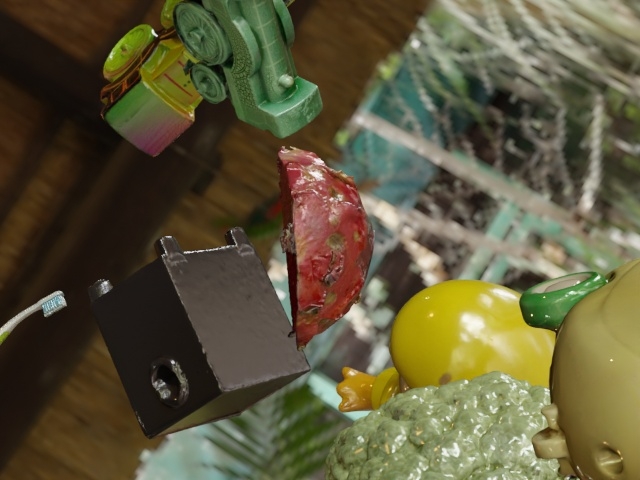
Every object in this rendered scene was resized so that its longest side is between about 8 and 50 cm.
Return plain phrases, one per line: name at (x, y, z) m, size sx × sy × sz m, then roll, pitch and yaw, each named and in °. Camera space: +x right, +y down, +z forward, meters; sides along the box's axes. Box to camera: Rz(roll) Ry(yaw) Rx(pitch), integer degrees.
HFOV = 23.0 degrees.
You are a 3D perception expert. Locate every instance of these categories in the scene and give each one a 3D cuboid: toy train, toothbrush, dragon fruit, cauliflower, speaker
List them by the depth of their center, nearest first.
toy train at (-0.063, -0.168, 1.228) m, size 0.071 × 0.104 × 0.178 m, roll -39°, pitch -43°, yaw -25°
cauliflower at (0.144, 0.249, 1.410) m, size 0.275 × 0.272 × 0.250 m, roll -94°, pitch -6°, yaw -78°
toy train at (-0.132, -0.234, 1.805) m, size 0.296 × 0.100 × 0.161 m, roll -41°, pitch 32°, yaw 19°
toothbrush at (-0.436, 0.138, 2.010) m, size 0.263 × 0.026 × 0.022 m, roll -31°, pitch -27°, yaw 8°
dragon fruit at (0.011, -0.002, 2.051) m, size 0.161 × 0.126 × 0.274 m, roll 90°, pitch 175°, yaw -76°
speaker at (-0.186, 0.136, 2.348) m, size 0.184 × 0.254 × 0.232 m, roll -33°, pitch -14°, yaw 32°

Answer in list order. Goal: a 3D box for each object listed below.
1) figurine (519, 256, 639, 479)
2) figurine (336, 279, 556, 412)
figurine at (0.234, 0.077, 0.923) m, size 0.324 × 0.222 × 0.124 m, roll -42°, pitch -62°, yaw -77°
figurine at (0.144, 0.169, 1.857) m, size 0.187 × 0.215 × 0.343 m, roll -59°, pitch 11°, yaw -31°
